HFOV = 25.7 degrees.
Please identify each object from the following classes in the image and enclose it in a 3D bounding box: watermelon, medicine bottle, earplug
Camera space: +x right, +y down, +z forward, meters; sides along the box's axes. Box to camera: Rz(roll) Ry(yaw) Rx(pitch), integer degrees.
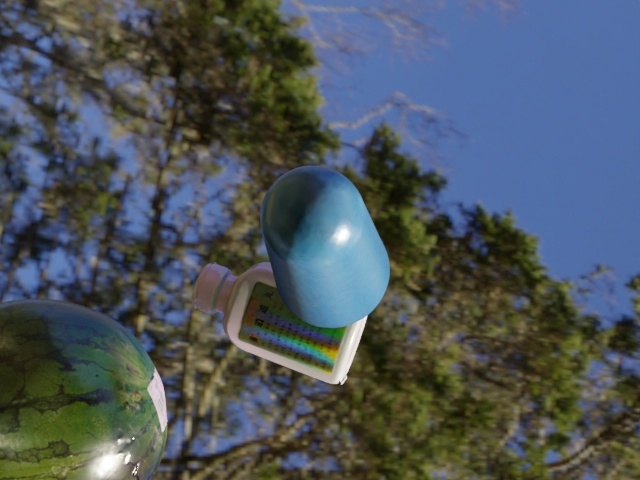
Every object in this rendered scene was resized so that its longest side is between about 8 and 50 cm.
[{"bbox_3d":[-0.387,0.241,1.873,0.363,0.363,0.363,-8,-103,37],"label":"watermelon"},{"bbox_3d":[-0.054,0.094,1.797,0.219,0.078,0.115,21,-74,9],"label":"medicine bottle"},{"bbox_3d":[0.000,0.000,1.477,0.132,0.273,0.132,-2,-105,5],"label":"earplug"}]
